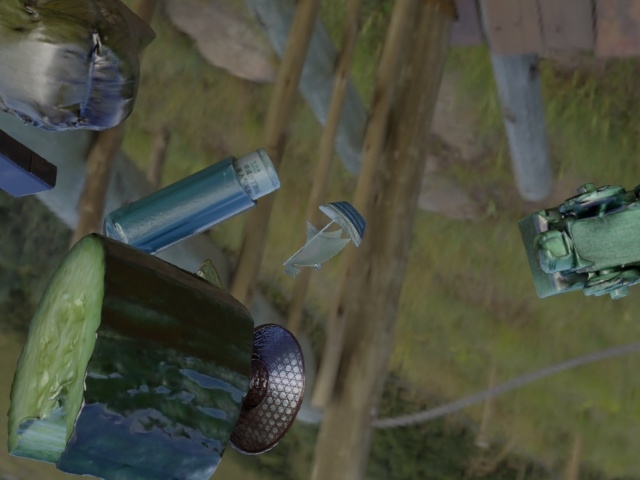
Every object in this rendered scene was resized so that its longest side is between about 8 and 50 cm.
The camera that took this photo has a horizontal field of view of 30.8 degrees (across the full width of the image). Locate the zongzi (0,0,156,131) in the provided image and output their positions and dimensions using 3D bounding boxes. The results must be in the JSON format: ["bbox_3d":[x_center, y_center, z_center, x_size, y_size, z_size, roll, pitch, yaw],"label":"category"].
[{"bbox_3d":[-0.243,-0.211,1.312,0.323,0.160,0.360,27,-159,38],"label":"zongzi"}]

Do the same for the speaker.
[{"bbox_3d":[-0.514,-0.136,1.836,0.082,0.044,0.218,-9,156,21],"label":"speaker"}]

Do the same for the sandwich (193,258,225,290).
[{"bbox_3d":[-0.178,0.155,1.649,0.088,0.244,0.090,24,-160,-2],"label":"sandwich"}]

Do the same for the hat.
[{"bbox_3d":[-0.111,0.209,1.697,0.082,0.193,0.193,9,162,37],"label":"hat"}]

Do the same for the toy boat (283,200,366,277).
[{"bbox_3d":[0.011,0.000,1.810,0.105,0.149,0.034,19,153,34],"label":"toy boat"}]

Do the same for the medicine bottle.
[{"bbox_3d":[-0.182,-0.045,1.597,0.258,0.079,0.124,-26,176,-4],"label":"medicine bottle"}]

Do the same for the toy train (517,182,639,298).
[{"bbox_3d":[0.440,-0.003,1.679,0.299,0.166,0.238,-12,173,-9],"label":"toy train"}]

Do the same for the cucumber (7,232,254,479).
[{"bbox_3d":[-0.152,0.093,0.870,0.130,0.191,0.191,30,155,-30],"label":"cucumber"}]
